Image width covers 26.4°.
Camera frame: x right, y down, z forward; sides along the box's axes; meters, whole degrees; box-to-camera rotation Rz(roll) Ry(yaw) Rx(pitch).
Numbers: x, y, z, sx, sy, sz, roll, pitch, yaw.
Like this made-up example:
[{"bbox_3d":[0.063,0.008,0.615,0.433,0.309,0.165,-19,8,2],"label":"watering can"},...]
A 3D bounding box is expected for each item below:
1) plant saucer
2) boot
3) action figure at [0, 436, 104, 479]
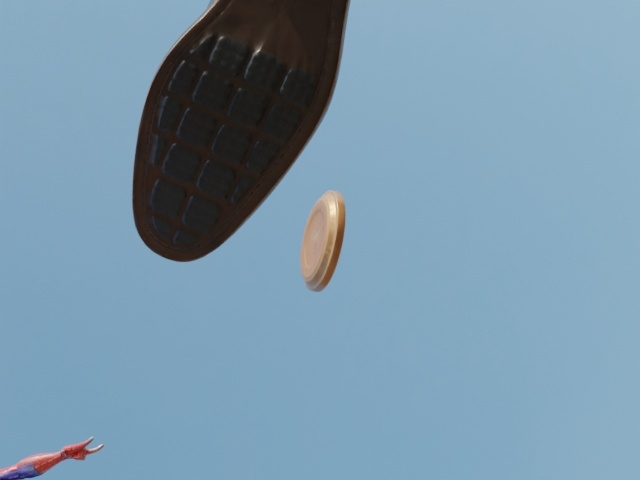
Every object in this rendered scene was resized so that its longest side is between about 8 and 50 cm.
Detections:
[{"bbox_3d":[0.000,0.000,1.102,0.013,0.083,0.083,11,-90,-16],"label":"plant saucer"},{"bbox_3d":[-0.026,-0.093,0.669,0.106,0.082,0.219,-49,-16,-86],"label":"boot"},{"bbox_3d":[-0.210,0.252,1.179,0.280,0.139,0.091,46,-144,-54],"label":"action figure"}]
